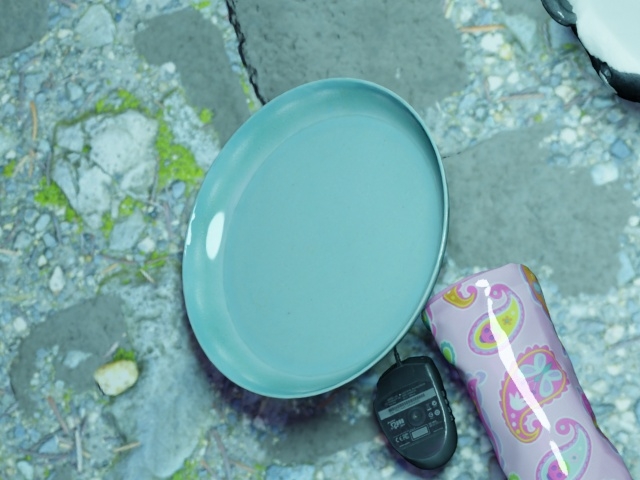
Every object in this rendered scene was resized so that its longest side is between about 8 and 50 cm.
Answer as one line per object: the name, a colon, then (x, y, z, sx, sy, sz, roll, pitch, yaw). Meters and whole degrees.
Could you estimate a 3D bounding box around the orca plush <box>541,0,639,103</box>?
orca plush: (0.249, -0.218, 1.842, 0.287, 0.151, 0.102, 55, 148, 31)

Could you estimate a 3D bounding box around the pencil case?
pencil case: (0.196, 0.163, 1.806, 0.124, 0.124, 0.284, -28, 77, 15)

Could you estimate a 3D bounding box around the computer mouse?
computer mouse: (0.076, 0.109, 1.904, 0.071, 0.041, 0.242, -23, 70, 17)

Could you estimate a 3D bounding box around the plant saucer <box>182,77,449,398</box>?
plant saucer: (0.000, 0.000, 1.891, 0.317, 0.043, 0.318, -14, 67, 35)
